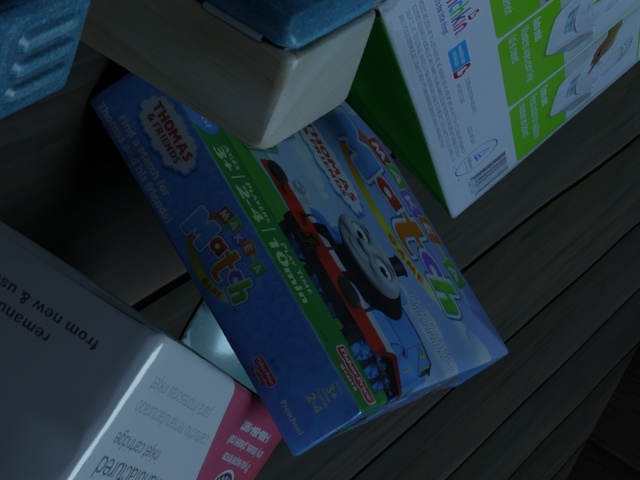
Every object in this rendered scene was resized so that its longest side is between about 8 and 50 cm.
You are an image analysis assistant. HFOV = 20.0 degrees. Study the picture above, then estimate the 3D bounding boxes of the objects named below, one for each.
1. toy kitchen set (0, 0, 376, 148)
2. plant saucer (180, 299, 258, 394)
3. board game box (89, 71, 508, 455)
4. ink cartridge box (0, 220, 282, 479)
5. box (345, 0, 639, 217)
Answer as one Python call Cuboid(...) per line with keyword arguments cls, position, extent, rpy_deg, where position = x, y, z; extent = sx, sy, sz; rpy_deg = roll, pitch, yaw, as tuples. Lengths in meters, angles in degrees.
Cuboid(cls="toy kitchen set", position=(-0.068, -0.099, 0.466), extent=(0.207, 0.122, 0.166), rpy_deg=(-37, 154, -51))
Cuboid(cls="plant saucer", position=(-0.023, 0.052, 1.024), extent=(0.195, 0.037, 0.195), rpy_deg=(-51, 163, -22))
Cuboid(cls="board game box", position=(0.000, 0.000, 0.783), extent=(0.039, 0.160, 0.211), rpy_deg=(-34, 171, 18))
Cuboid(cls="ink cartridge box", position=(-0.151, 0.140, 0.668), extent=(0.283, 0.117, 0.207), rpy_deg=(-56, 164, -5))
Cuboid(cls="box", position=(0.091, -0.152, 0.716), extent=(0.231, 0.127, 0.262), rpy_deg=(-41, 163, -1))
